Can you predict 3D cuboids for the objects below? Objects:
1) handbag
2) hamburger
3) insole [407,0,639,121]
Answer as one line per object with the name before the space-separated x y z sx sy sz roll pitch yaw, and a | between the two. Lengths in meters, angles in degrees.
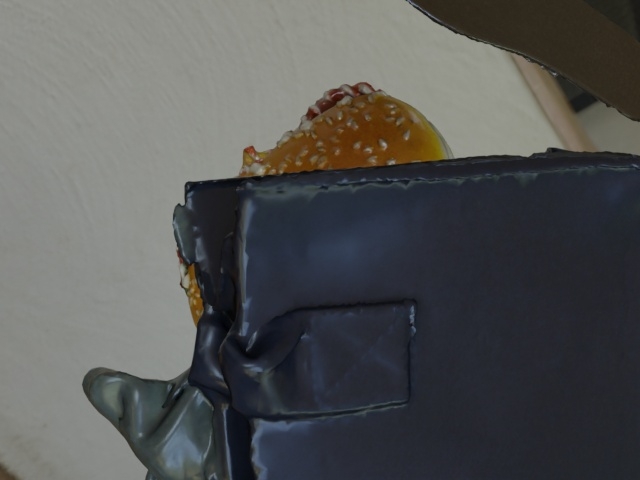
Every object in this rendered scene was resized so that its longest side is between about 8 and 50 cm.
handbag | 0.036 0.121 0.439 0.118 0.269 0.325 -164 -109 -64
hamburger | 0.000 0.000 0.863 0.151 0.295 0.227 35 20 -48
insole | 0.149 -0.177 0.705 0.328 0.007 0.111 23 64 -25
